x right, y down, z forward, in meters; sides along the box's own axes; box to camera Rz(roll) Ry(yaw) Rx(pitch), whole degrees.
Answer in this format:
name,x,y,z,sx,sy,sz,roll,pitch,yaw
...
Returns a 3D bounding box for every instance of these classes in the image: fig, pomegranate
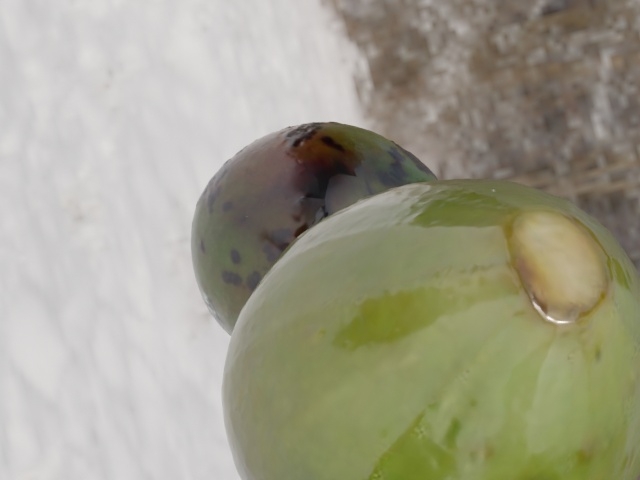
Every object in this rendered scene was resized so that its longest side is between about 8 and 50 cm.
name,x,y,z,sx,sy,sz,roll,pitch,yaw
fig,0.071,0.069,0.930,0.207,0.230,0.207,17,67,-43
pomegranate,-0.003,-0.012,1.173,0.220,0.156,0.156,-106,-178,-61
